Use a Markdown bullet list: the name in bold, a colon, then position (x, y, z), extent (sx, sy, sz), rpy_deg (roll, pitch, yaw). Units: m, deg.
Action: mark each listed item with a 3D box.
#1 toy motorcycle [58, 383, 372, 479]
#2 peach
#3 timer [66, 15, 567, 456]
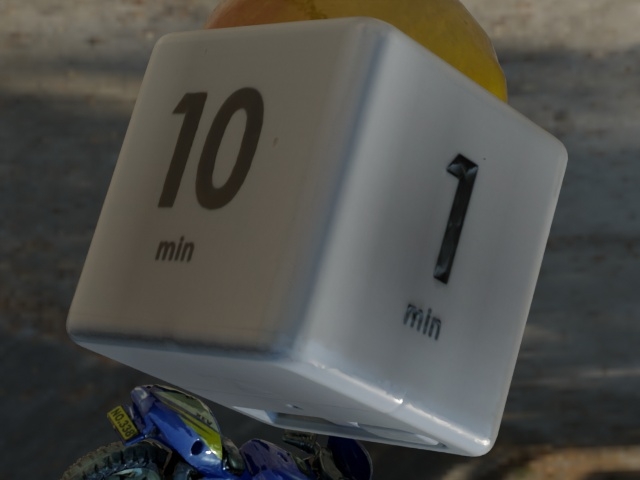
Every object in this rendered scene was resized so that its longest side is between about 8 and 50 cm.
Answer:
- **toy motorcycle**: position (-0.063, 0.187, 1.280), extent (0.169, 0.113, 0.315), rpy_deg (-43, 142, 9)
- **peach**: position (0.005, -0.124, 1.600), extent (0.308, 0.289, 0.289), rpy_deg (-18, -179, -36)
- **timer**: position (0.000, 0.000, 1.016), extent (0.192, 0.195, 0.194), rpy_deg (2, 162, 45)
